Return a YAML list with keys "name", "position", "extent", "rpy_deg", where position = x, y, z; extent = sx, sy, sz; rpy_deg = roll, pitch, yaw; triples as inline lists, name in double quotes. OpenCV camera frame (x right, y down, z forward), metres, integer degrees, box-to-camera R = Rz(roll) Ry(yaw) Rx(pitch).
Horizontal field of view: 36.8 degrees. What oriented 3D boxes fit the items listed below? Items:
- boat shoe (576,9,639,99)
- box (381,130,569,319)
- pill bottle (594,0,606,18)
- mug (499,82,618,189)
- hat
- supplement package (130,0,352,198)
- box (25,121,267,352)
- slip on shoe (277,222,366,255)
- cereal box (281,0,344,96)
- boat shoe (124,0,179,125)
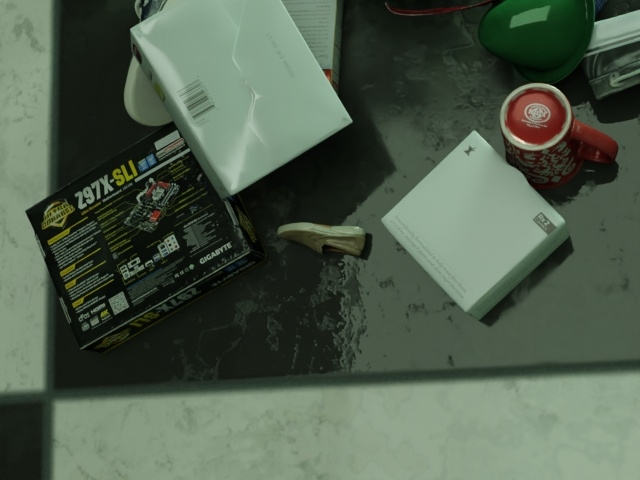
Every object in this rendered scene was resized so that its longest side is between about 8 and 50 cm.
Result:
- name: "boat shoe"
  position: [0.518, -0.271, 1.294]
  extent: [0.335, 0.121, 0.119]
  rpy_deg: [-13, 94, 18]
- name: "box"
  position: [0.215, -0.018, 1.328]
  extent: [0.182, 0.119, 0.181]
  rpy_deg: [-43, 70, 6]
- name: "pill bottle"
  position: [0.378, -0.358, 1.366]
  extent: [0.067, 0.067, 0.120]
  rpy_deg: [32, 91, 20]
- name: "mug"
  position: [0.314, -0.149, 1.294]
  extent: [0.150, 0.169, 0.113]
  rpy_deg: [-17, 75, 14]
- name: "hat"
  position: [0.236, -0.295, 1.310]
  extent: [0.183, 0.208, 0.173]
  rpy_deg: [-5, 76, -29]
- name: "supplement package"
  position: [-0.117, -0.221, 1.368]
  extent: [0.204, 0.145, 0.262]
  rpy_deg: [-32, 95, -9]
- name: "box"
  position: [-0.277, -0.009, 1.506]
  extent: [0.322, 0.079, 0.257]
  rpy_deg: [-30, 71, 10]
- name: "slip on shoe"
  position: [0.000, 0.000, 1.432]
  extent: [0.135, 0.051, 0.041]
  rpy_deg: [3, 78, 10]
- name: "cereal box"
  position: [-0.052, -0.338, 1.510]
  extent: [0.173, 0.047, 0.240]
  rpy_deg: [2, 81, 17]
- name: "boat shoe"
  position: [-0.239, -0.339, 1.521]
  extent: [0.158, 0.127, 0.341]
  rpy_deg: [13, 75, 49]
